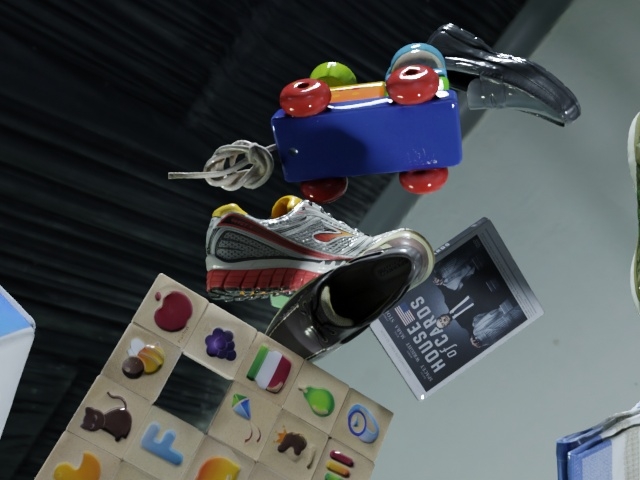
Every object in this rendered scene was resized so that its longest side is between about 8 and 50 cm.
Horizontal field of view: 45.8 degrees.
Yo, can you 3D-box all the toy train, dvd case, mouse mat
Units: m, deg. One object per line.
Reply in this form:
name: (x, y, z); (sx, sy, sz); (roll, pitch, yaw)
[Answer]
toy train: (-0.003, -0.112, 0.674); (0.247, 0.105, 0.143); (-5, 36, 11)
dvd case: (0.198, 0.104, 1.143); (0.238, 0.179, 0.029); (-35, 13, -5)
mouse mat: (-0.024, 0.130, 1.438); (0.190, 0.152, 0.007); (101, -174, -78)

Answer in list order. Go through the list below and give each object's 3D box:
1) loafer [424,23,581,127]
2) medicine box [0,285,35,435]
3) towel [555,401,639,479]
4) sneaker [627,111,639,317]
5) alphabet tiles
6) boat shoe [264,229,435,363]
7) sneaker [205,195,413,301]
loafer: (0.212, -0.189, 0.928); (0.223, 0.076, 0.078); (37, 86, 32)
medicine box: (-0.351, 0.056, 0.373); (0.263, 0.289, 0.149); (39, 119, 19)
towel: (0.338, 0.267, 0.796); (0.034, 0.284, 0.209); (5, 102, 52)
sneaker: (0.414, -0.049, 0.839); (0.157, 0.182, 0.411); (-9, 53, 18)
alphabet tiles: (-0.075, 0.168, 0.482); (0.237, 0.198, 0.009); (-63, 12, -27)
boat shoe: (0.011, 0.045, 0.541); (0.152, 0.049, 0.056); (-41, 81, 18)
sneaker: (0.000, 0.000, 0.712); (0.088, 0.225, 0.093); (-21, 75, 56)
